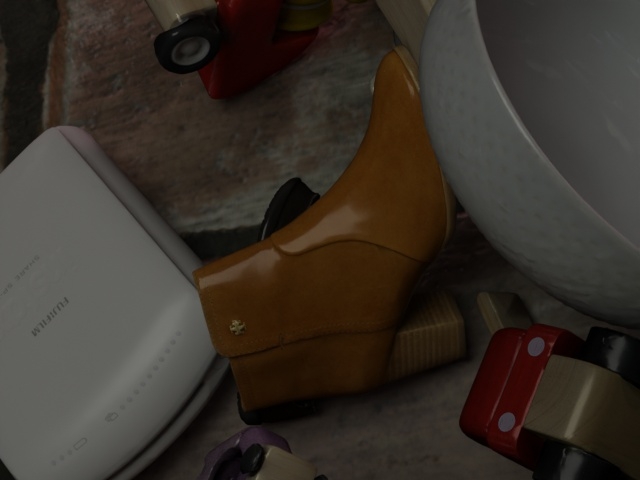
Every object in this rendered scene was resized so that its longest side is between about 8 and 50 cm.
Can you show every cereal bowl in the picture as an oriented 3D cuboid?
[{"bbox_3d":[0.203,-0.072,1.389,0.141,0.339,0.339,-40,54,40],"label":"cereal bowl"}]

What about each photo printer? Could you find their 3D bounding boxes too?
[{"bbox_3d":[-0.225,0.077,1.656,0.256,0.107,0.307,-45,57,4],"label":"photo printer"}]

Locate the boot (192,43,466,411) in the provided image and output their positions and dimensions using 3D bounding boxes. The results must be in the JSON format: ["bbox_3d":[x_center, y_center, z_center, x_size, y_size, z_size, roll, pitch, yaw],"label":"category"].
[{"bbox_3d":[0.000,0.000,1.460,0.211,0.295,0.104,-11,26,-6],"label":"boot"}]

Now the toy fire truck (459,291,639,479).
[{"bbox_3d":[0.180,0.116,1.386,0.246,0.217,0.158,13,77,45],"label":"toy fire truck"}]

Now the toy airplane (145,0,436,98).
[{"bbox_3d":[0.012,-0.317,1.594,0.384,0.272,0.386,5,95,55],"label":"toy airplane"}]

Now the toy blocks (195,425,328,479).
[{"bbox_3d":[-0.033,0.314,1.359,0.260,0.309,0.288,5,67,62],"label":"toy blocks"}]

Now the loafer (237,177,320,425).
[{"bbox_3d":[-0.020,0.056,1.589,0.078,0.080,0.220,7,83,5],"label":"loafer"}]
